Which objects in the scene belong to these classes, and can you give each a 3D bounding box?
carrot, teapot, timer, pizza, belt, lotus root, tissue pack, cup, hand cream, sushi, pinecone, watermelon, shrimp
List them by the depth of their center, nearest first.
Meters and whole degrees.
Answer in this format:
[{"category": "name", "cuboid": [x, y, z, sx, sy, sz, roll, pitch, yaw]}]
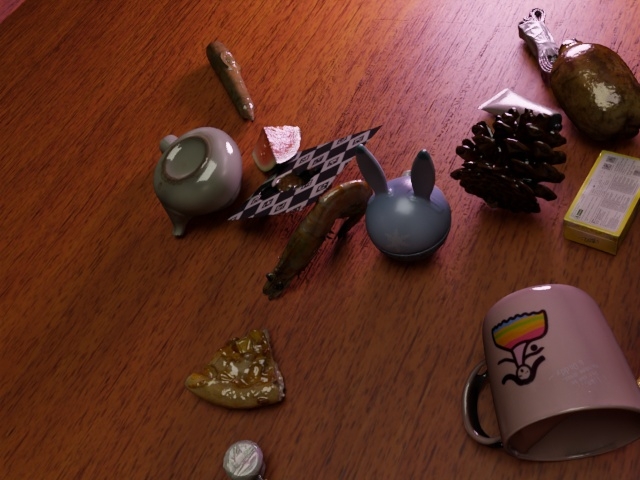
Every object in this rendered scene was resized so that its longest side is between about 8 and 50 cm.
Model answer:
[{"category": "cup", "cuboid": [0.314, 0.200, 0.860, 0.253, 0.191, 0.200, -37, 40, 33]}, {"category": "teapot", "cuboid": [-0.112, 0.365, 0.941, 0.083, 0.064, 0.064, 36, 66, 29]}, {"category": "tissue pack", "cuboid": [0.512, -0.069, 1.044, 0.095, 0.062, 0.176, 22, 66, 32]}, {"category": "pizza", "cuboid": [-0.135, 0.224, 1.051, 0.182, 0.062, 0.161, 13, 59, 27]}, {"category": "timer", "cuboid": [0.155, -0.082, 1.064, 0.175, 0.255, 0.175, -6, 32, 4]}, {"category": "pinecone", "cuboid": [0.348, -0.147, 1.068, 0.208, 0.207, 0.207, -9, 54, 12]}, {"category": "shrimp", "cuboid": [0.000, 0.000, 1.139, 0.058, 0.169, 0.296, 49, 115, 27]}, {"category": "lotus root", "cuboid": [0.539, -0.303, 1.158, 0.145, 0.128, 0.260, -7, 61, -11]}, {"category": "sushi", "cuboid": [-0.028, -0.113, 1.206, 0.290, 0.050, 0.264, -7, 36, 50]}, {"category": "hand cream", "cuboid": [0.424, -0.266, 1.225, 0.087, 0.054, 0.186, -36, 46, -12]}, {"category": "belt", "cuboid": [0.495, -0.434, 1.316, 0.071, 0.053, 0.232, -13, 53, 10]}, {"category": "watermelon", "cuboid": [-0.103, -0.213, 1.320, 0.125, 0.094, 0.135, -23, 33, 5]}, {"category": "teapot", "cuboid": [-0.278, -0.178, 1.328, 0.220, 0.149, 0.318, -25, 53, 11]}, {"category": "carrot", "cuboid": [-0.231, -0.423, 1.543, 0.070, 0.070, 0.342, -27, 53, -2]}]

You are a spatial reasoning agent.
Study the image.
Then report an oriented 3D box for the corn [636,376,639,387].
[{"category": "corn", "cuboid": [0.525, 0.188, 0.853, 0.206, 0.067, 0.067, -38, 53, -10]}]
